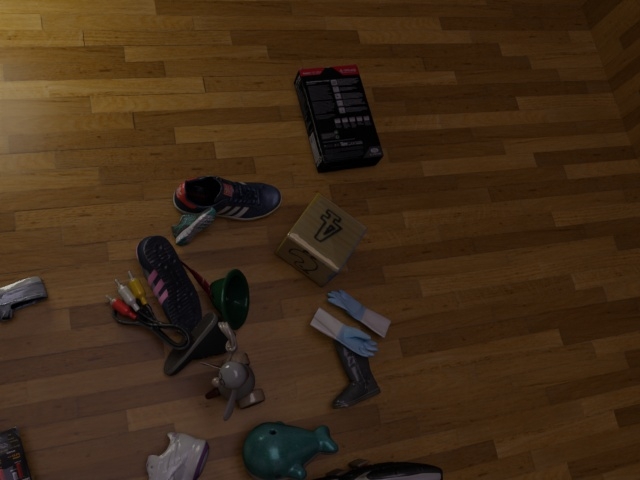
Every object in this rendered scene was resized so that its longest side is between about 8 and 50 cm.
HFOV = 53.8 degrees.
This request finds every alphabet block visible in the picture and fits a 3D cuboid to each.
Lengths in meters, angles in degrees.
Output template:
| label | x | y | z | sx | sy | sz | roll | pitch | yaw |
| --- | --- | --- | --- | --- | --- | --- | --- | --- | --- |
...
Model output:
| label | x | y | z | sx | sy | sz | roll | pitch | yaw |
| --- | --- | --- | --- | --- | --- | --- | --- | --- | --- |
| alphabet block | 0.000 | 0.000 | 2.014 | 0.197 | 0.192 | 0.193 | 35 | 64 | -2 |

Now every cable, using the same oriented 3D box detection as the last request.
| label | x | y | z | sx | sy | sz | roll | pitch | yaw |
| --- | --- | --- | --- | --- | --- | --- | --- | --- | --- |
| cable | -0.501 | 0.228 | 1.805 | 0.287 | 0.072 | 0.139 | 42 | 91 | 17 |

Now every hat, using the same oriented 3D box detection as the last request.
| label | x | y | z | sx | sy | sz | roll | pitch | yaw |
| --- | --- | --- | --- | --- | --- | --- | --- | --- | --- |
| hat | -0.335 | 0.168 | 1.934 | 0.183 | 0.173 | 0.209 | -2 | 78 | 20 |

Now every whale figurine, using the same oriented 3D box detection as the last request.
| label | x | y | z | sx | sy | sz | roll | pitch | yaw |
| --- | --- | --- | --- | --- | --- | --- | --- | --- | --- |
| whale figurine | -0.087 | 0.578 | 1.787 | 0.271 | 0.141 | 0.216 | -10 | 31 | -17 |

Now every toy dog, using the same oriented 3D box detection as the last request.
| label | x | y | z | sx | sy | sz | roll | pitch | yaw |
| --- | --- | --- | --- | --- | --- | --- | --- | --- | --- |
| toy dog | -0.267 | 0.395 | 1.758 | 0.160 | 0.334 | 0.220 | -24 | 55 | -6 |

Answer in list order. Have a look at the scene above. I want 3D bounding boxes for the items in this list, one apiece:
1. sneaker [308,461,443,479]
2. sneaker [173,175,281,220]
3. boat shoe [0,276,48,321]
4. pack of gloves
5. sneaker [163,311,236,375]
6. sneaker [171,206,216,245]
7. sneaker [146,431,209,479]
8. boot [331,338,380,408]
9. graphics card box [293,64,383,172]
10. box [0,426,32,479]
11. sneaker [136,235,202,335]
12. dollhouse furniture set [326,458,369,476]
| label | x | y | z | sx | sy | sz | roll | pitch | yaw |
| --- | --- | --- | --- | --- | --- | --- | --- | --- | --- |
| sneaker | 0.143 | 0.761 | 1.718 | 0.447 | 0.169 | 0.258 | -4 | 79 | -21 |
| sneaker | -0.284 | -0.142 | 1.997 | 0.349 | 0.148 | 0.131 | -4 | 73 | -19 |
| boat shoe | -0.871 | 0.179 | 1.745 | 0.227 | 0.079 | 0.081 | -27 | 77 | -26 |
| pack of gloves | 0.107 | 0.251 | 1.996 | 0.232 | 0.046 | 0.195 | 31 | 44 | 0 |
| sneaker | -0.350 | 0.329 | 1.855 | 0.222 | 0.083 | 0.118 | -47 | 122 | -7 |
| sneaker | -0.398 | -0.058 | 1.950 | 0.166 | 0.065 | 0.076 | -37 | 70 | 12 |
| sneaker | -0.423 | 0.672 | 1.715 | 0.152 | 0.114 | 0.305 | 21 | 62 | 5 |
| boot | 0.085 | 0.401 | 1.967 | 0.189 | 0.076 | 0.209 | -15 | 84 | -36 |
| graphics card box | 0.062 | -0.434 | 2.232 | 0.232 | 0.094 | 0.371 | -10 | 74 | -20 |
| box | -0.876 | 0.629 | 1.548 | 0.307 | 0.076 | 0.243 | -14 | 71 | -34 |
| sneaker | -0.454 | 0.134 | 1.884 | 0.112 | 0.131 | 0.319 | -26 | 103 | -35 |
| dollhouse furniture set | 0.085 | 0.792 | 1.800 | 0.259 | 0.135 | 0.262 | -16 | 77 | -21 |
